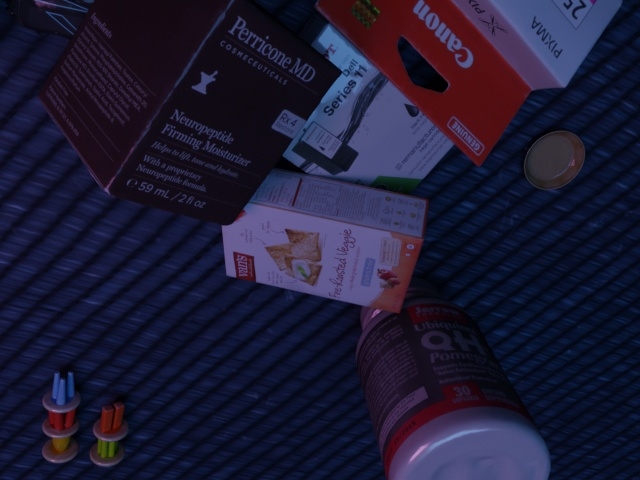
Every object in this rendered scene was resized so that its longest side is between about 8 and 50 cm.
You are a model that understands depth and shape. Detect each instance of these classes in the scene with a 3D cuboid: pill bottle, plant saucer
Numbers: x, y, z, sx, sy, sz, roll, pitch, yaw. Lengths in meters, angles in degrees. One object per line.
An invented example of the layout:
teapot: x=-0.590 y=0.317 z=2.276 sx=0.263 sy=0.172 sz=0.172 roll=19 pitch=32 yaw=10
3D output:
pill bottle: x=0.141 y=0.183 z=0.771 sx=0.176 sy=0.318 sz=0.176 roll=-4 pitch=119 yaw=-7
plant saucer: x=0.310 y=-0.109 z=0.811 sx=0.084 sy=0.015 sz=0.083 roll=-3 pitch=118 yaw=-6

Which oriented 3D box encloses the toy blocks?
toy blocks: x=-0.346 y=0.260 z=0.897 sx=0.123 sy=0.054 sz=0.148 roll=8 pitch=116 yaw=-11

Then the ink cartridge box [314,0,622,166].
ink cartridge box: x=0.167 y=-0.253 z=0.644 sx=0.275 sy=0.060 sz=0.239 roll=37 pitch=83 yaw=-23

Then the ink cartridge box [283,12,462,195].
ink cartridge box: x=0.035 y=-0.141 z=0.715 sx=0.208 sy=0.087 sz=0.153 roll=33 pitch=109 yaw=-22

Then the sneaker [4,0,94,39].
sneaker: x=-0.294 y=-0.270 z=0.595 sx=0.267 sy=0.101 sz=0.106 roll=33 pitch=111 yaw=-22

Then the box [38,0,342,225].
box: x=-0.128 y=-0.152 z=0.594 sx=0.203 sy=0.167 sz=0.168 roll=-52 pitch=148 yaw=15

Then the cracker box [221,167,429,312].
cracker box: x=0.000 y=0.000 z=0.733 sx=0.232 sy=0.067 sz=0.155 roll=12 pitch=142 yaw=5
